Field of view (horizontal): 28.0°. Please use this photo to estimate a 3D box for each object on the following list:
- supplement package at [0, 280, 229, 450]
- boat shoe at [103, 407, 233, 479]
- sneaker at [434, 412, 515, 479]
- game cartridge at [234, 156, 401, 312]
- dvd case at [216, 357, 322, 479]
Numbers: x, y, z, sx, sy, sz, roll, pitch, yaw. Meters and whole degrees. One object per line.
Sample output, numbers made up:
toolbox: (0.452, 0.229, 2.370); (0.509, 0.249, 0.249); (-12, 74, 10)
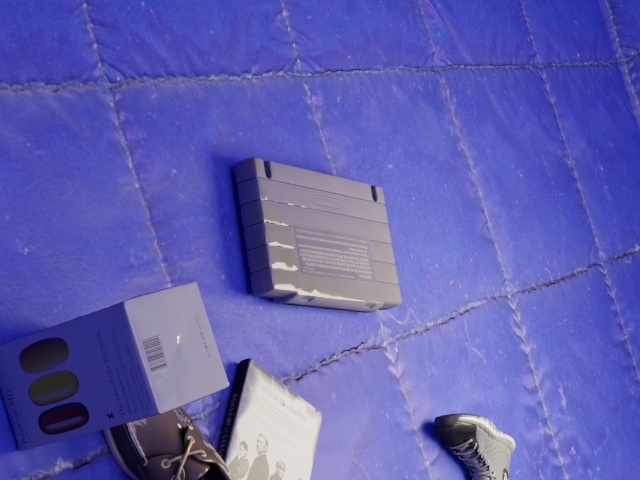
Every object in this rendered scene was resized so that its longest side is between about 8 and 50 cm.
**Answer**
supplement package: (-0.257, 0.154, 1.546); (0.134, 0.244, 0.139); (-15, 86, -56)
boat shoe: (-0.177, 0.311, 1.692); (0.116, 0.097, 0.324); (-35, 104, -33)
sneaker: (0.283, 0.395, 2.301); (0.228, 0.086, 0.132); (30, 54, -44)
game cartridge: (0.000, 0.000, 2.126); (0.355, 0.068, 0.230); (10, 70, -51)
dvd case: (-0.079, 0.319, 1.895); (0.179, 0.029, 0.239); (42, 44, -34)
